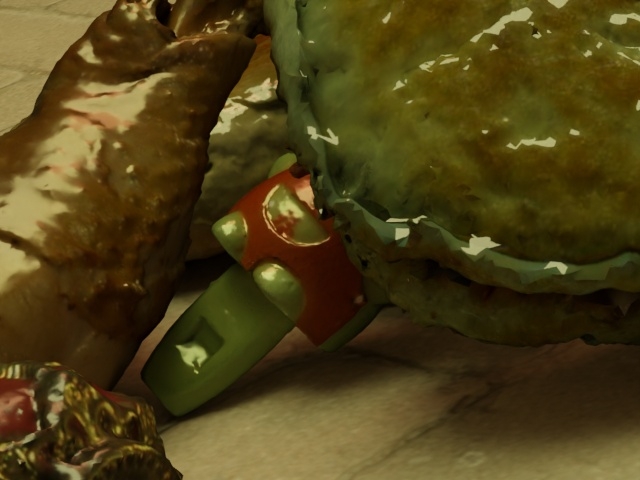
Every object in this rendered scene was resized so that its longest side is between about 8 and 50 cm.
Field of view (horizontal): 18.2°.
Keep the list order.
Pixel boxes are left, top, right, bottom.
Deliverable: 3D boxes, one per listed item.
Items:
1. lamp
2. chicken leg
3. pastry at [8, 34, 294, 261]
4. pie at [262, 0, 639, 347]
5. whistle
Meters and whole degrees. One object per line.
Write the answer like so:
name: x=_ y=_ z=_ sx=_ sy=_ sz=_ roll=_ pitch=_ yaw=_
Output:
lamp: x=-0.197 y=0.147 z=1.011 sx=0.274 sy=0.177 sz=0.177 roll=-4 pitch=22 yaw=35
chicken leg: x=-0.157 y=-0.049 z=1.321 sx=0.409 sy=0.182 sz=0.295 roll=-61 pitch=7 yaw=-9
pastry: x=-0.109 y=-0.072 z=1.578 sx=0.330 sy=0.136 sz=0.329 roll=-19 pitch=19 yaw=7
pie: x=0.168 y=-0.145 z=1.152 sx=0.395 sy=0.418 sz=0.180 roll=8 pitch=-15 yaw=7
whistle: x=0.000 y=0.000 z=1.259 sx=0.288 sy=0.106 sz=0.131 roll=-42 pitch=64 yaw=1
